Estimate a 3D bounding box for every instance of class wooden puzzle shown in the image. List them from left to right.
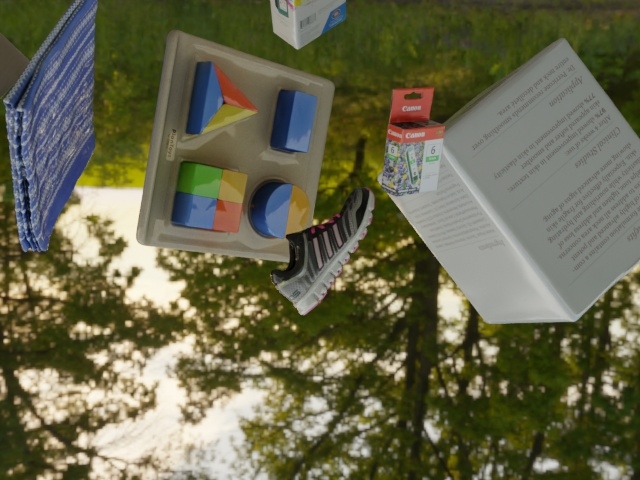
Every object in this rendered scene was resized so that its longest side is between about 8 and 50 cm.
[{"bbox_3d":[-0.109,-0.132,1.149,0.348,0.322,0.080,8,-178,-44],"label":"wooden puzzle"}]

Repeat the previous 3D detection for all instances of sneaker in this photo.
[{"bbox_3d":[0.000,0.000,0.853,0.075,0.170,0.063,34,174,-7],"label":"sneaker"}]

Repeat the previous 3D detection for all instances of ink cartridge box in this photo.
[{"bbox_3d":[-0.024,-0.490,1.349,0.134,0.231,0.078,-38,-116,-21],"label":"ink cartridge box"},{"bbox_3d":[0.105,-0.109,0.802,0.063,0.115,0.029,-11,-153,-32],"label":"ink cartridge box"}]

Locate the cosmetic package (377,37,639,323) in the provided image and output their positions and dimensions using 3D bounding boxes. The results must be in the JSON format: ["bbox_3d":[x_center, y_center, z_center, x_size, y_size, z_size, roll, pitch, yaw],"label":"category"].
[{"bbox_3d":[0.386,-0.091,1.381,0.329,0.393,0.327,-38,-177,-16],"label":"cosmetic package"}]

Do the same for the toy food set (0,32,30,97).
[{"bbox_3d":[-0.574,-0.259,1.037,0.092,0.220,0.306,-29,-150,28],"label":"toy food set"}]

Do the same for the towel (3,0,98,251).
[{"bbox_3d":[-0.360,-0.155,1.008,0.040,0.243,0.336,19,144,-6],"label":"towel"}]
